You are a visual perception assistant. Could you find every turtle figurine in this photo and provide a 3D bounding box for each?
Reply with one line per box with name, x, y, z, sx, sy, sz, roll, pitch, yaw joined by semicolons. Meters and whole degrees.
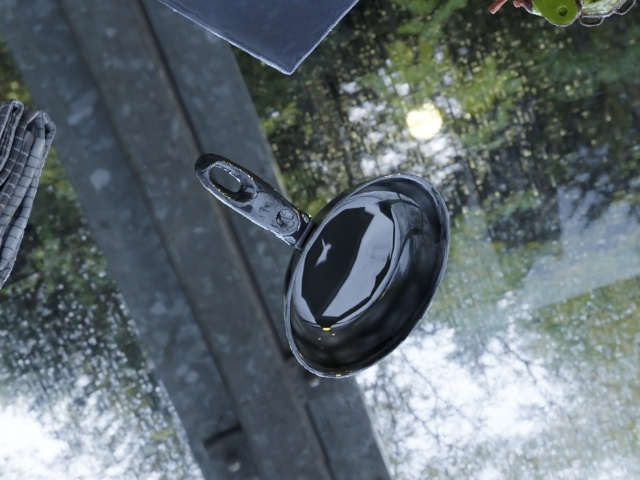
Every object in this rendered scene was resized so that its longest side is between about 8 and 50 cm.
turtle figurine;0.314;-0.297;1.092;0.269;0.087;0.217;-11;-168;27

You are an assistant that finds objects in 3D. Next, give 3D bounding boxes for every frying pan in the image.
frying pan;-0.007;0.028;0.776;0.326;0.197;0.053;2;-159;-44

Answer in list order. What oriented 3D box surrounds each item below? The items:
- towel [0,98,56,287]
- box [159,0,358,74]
towel;-0.510;-0.061;1.289;0.235;0.121;0.284;-11;-124;34
box;-0.011;-0.203;0.478;0.158;0.093;0.156;-42;-141;32
